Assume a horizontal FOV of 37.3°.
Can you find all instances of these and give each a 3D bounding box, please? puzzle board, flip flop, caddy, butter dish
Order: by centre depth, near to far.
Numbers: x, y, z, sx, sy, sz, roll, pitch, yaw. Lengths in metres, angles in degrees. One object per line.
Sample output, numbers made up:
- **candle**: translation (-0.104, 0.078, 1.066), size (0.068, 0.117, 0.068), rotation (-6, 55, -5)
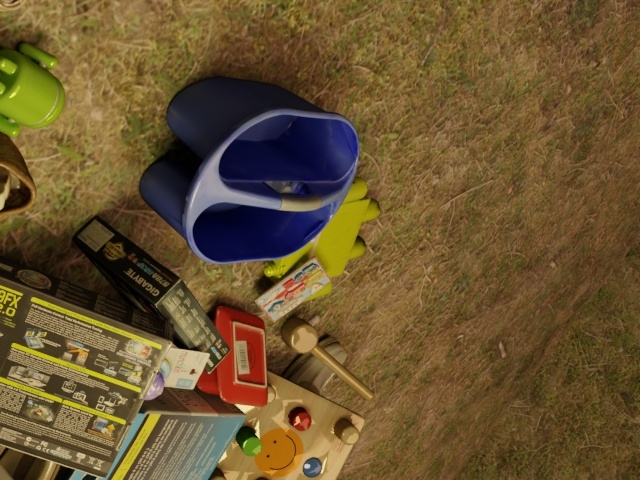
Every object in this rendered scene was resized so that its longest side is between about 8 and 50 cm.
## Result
- **caddy**: translation (-0.083, -0.091, 1.340), size (0.341, 0.179, 0.241), rotation (-5, 126, -53)
- **flip flop**: translation (-0.468, 0.388, 1.356), size (0.277, 0.112, 0.080), rotation (-59, 155, 0)
- **butter dish**: translation (-0.167, 0.202, 1.597), size (0.160, 0.118, 0.160), rotation (27, 56, -61)
- **puzzle board**: translation (-0.045, 0.088, 1.645), size (0.128, 0.011, 0.096), rotation (-35, 146, -2)

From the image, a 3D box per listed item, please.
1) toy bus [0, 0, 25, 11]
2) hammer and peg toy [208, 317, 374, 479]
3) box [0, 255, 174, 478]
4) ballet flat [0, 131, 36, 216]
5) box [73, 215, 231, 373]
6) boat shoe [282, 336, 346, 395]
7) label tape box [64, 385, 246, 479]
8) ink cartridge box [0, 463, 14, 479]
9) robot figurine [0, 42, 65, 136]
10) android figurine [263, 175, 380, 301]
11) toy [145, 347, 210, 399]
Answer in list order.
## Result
- **toy bus**: translation (-0.371, -0.196, 0.878), size (0.202, 0.104, 0.191), rotation (-51, 144, 0)
- **hammer and peg toy**: translation (-0.046, 0.346, 1.761), size (0.266, 0.127, 0.361), rotation (30, 87, -18)
- **box**: translation (-0.347, 0.154, 1.171), size (0.270, 0.060, 0.216), rotation (23, 105, -15)
- **ballet flat**: translation (-0.436, -0.035, 0.950), size (0.342, 0.124, 0.116), rotation (-16, 133, -47)
- **box**: translation (-0.228, 0.077, 1.309), size (0.051, 0.175, 0.220), rotation (-48, 150, -16)
- **boat shoe**: translation (-0.044, 0.329, 1.904), size (0.302, 0.103, 0.113), rotation (-46, 150, -14)
- **label tape box**: translation (-0.309, 0.353, 1.549), size (0.249, 0.115, 0.348), rotation (-58, 147, 7)
- **ink cartridge box**: translation (-0.462, 0.396, 1.199), size (0.207, 0.283, 0.117), rotation (-29, 142, -37)
- **robot figurine**: translation (-0.325, -0.164, 1.030), size (0.101, 0.067, 0.115), rotation (-65, 151, -5)
- **android figurine**: translation (0.000, 0.000, 1.677), size (0.273, 0.056, 0.248), rotation (-14, 132, -51)
- **toy**: translation (-0.283, 0.188, 1.298), size (0.237, 0.056, 0.137), rotation (10, 149, -13)
